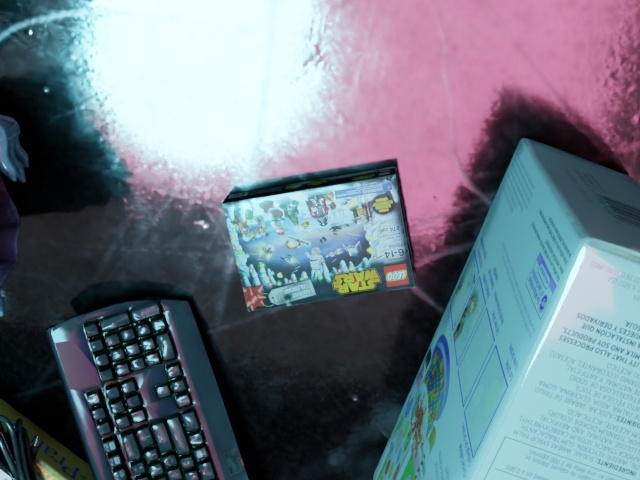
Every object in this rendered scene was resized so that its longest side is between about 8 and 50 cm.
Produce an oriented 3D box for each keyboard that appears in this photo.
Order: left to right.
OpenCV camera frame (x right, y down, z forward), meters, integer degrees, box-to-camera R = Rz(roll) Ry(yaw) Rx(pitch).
[{"bbox_3d":[-0.162,0.214,0.746,0.202,0.033,0.317,-18,97,-4],"label":"keyboard"}]

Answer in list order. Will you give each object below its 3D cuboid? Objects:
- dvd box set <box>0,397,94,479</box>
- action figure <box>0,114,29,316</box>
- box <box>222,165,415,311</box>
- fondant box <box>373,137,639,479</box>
[{"bbox_3d":[-0.251,0.360,0.807,0.420,0.062,0.307,39,95,-8],"label":"dvd box set"},{"bbox_3d":[-0.408,0.008,0.635,0.370,0.248,0.275,-11,107,7],"label":"action figure"},{"bbox_3d":[0.000,0.000,0.705,0.137,0.027,0.093,-10,109,9],"label":"box"},{"bbox_3d":[0.131,0.118,0.621,0.096,0.238,0.330,20,110,-3],"label":"fondant box"}]
